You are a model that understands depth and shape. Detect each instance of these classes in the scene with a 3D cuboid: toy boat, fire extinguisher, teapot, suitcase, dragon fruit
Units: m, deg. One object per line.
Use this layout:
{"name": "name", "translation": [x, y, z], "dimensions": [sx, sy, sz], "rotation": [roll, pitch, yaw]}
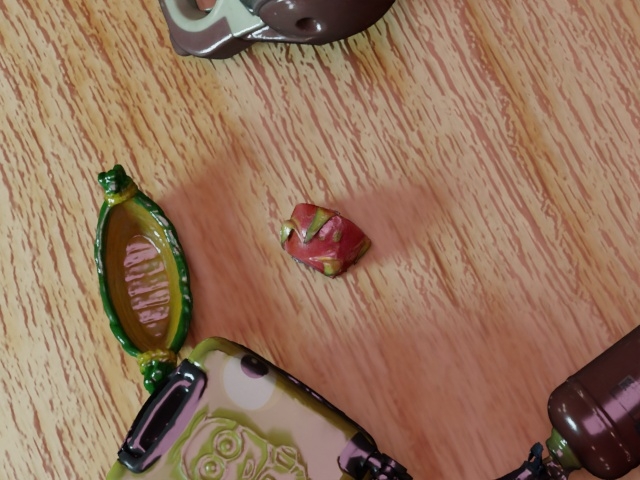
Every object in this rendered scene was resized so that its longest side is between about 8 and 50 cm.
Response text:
{"name": "toy boat", "translation": [-0.169, 0.041, 1.828], "dimensions": [0.089, 0.088, 0.229], "rotation": [-16, 74, 4]}
{"name": "fire extinguisher", "translation": [0.289, 0.129, 1.708], "dimensions": [0.344, 0.138, 0.102], "rotation": [-36, 70, -2]}
{"name": "teapot", "translation": [-0.053, -0.330, 1.853], "dimensions": [0.315, 0.233, 0.312], "rotation": [-18, 77, 35]}
{"name": "suitcase", "translation": [-0.060, 0.217, 1.740], "dimensions": [0.235, 0.143, 0.194], "rotation": [34, 84, 14]}
{"name": "dragon fruit", "translation": [0.000, 0.000, 1.827], "dimensions": [0.083, 0.060, 0.056], "rotation": [28, 79, 12]}
